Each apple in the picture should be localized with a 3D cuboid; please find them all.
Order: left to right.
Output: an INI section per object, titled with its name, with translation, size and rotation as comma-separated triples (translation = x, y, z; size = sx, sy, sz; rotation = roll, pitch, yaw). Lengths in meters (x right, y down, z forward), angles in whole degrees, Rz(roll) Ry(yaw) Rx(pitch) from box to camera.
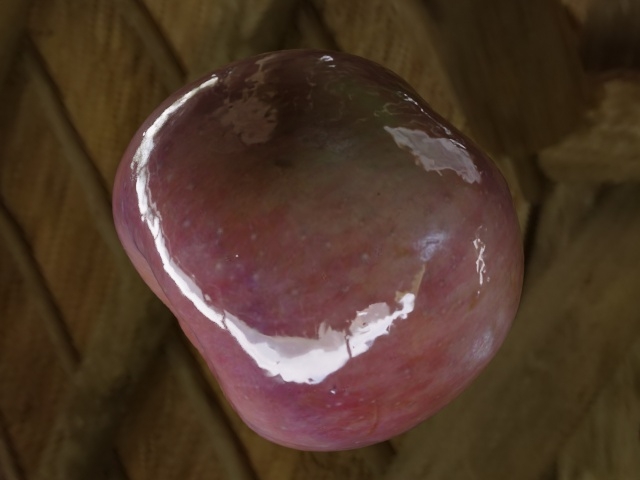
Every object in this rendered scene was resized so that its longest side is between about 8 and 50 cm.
[apple]
translation = 0.000, 0.000, 1.230
size = 0.235, 0.305, 0.305
rotation = -34, -131, -8
